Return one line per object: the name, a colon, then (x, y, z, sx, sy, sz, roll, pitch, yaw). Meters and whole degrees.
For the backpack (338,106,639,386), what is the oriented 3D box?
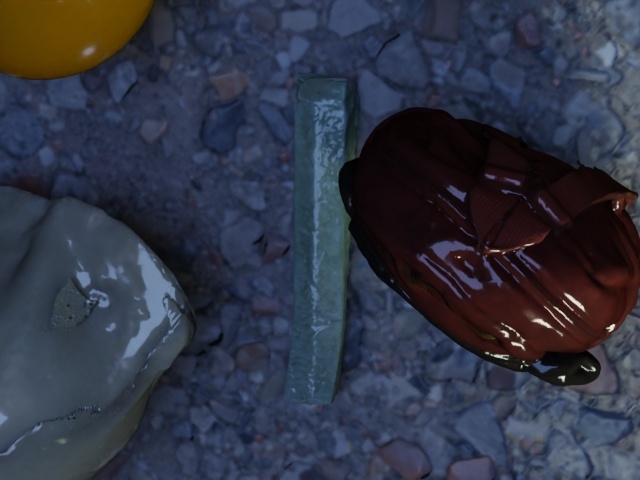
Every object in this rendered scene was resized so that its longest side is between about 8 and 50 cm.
backpack: (0.114, -0.005, 0.944, 0.229, 0.229, 0.139, 40, 104, 8)

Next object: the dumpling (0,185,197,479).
dumpling: (-0.268, 0.094, 1.107, 0.260, 0.181, 0.341, 51, 131, 13)

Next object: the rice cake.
rice cake: (0.000, 0.000, 1.073, 0.045, 0.042, 0.245, 4, 100, 14)

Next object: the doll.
doll: (-0.187, -0.231, 1.035, 0.213, 0.236, 0.213, 36, 148, 27)
